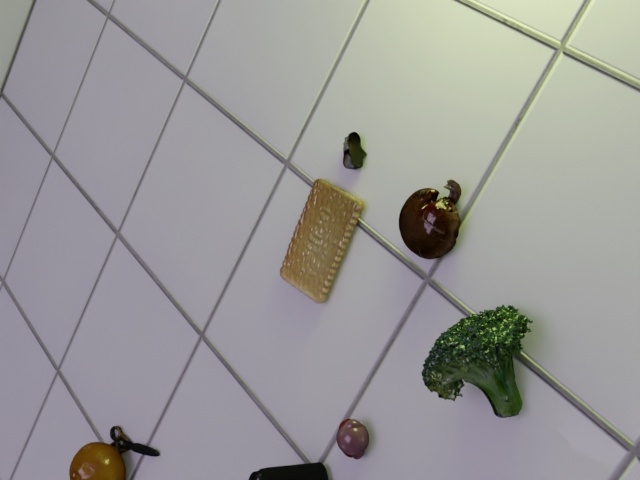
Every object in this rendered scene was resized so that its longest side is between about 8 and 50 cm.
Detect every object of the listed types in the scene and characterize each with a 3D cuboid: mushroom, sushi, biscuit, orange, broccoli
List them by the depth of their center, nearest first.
[{"bbox_3d":[0.289,0.224,1.436,0.220,0.194,0.194,-26,65,12],"label":"broccoli"},{"bbox_3d":[0.216,-0.045,1.583,0.135,0.080,0.170,40,114,29],"label":"mushroom"},{"bbox_3d":[0.071,-0.191,1.776,0.046,0.044,0.083,154,117,-62],"label":"sushi"},{"bbox_3d":[0.001,0.000,1.811,0.160,0.030,0.249,32,106,42],"label":"biscuit"},{"bbox_3d":[-0.604,0.625,2.209,0.159,0.136,0.158,10,107,35],"label":"orange"}]

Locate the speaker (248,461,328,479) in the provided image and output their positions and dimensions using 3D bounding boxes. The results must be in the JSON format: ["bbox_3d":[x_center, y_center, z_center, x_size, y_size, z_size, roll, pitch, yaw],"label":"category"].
[{"bbox_3d":[-0.070,0.672,1.686,0.184,0.180,0.388,-36,57,48],"label":"speaker"}]

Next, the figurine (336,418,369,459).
[{"bbox_3d":[0.066,0.405,1.667,0.071,0.067,0.083,-25,82,60],"label":"figurine"}]

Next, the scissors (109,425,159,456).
[{"bbox_3d":[-0.504,0.558,2.215,0.220,0.017,0.088,-1,85,43],"label":"scissors"}]
